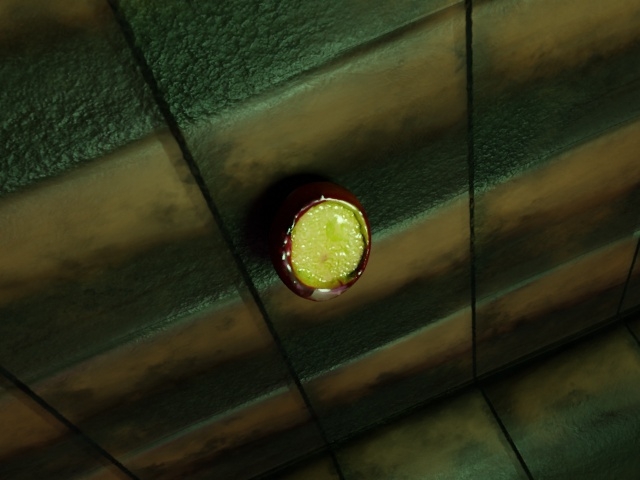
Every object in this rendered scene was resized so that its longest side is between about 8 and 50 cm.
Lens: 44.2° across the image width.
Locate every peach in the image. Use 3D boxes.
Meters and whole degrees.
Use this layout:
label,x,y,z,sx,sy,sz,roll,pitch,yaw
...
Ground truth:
label,x,y,z,sx,sy,sz,roll,pitch,yaw
peach,0.000,0.000,1.397,0.196,0.190,0.226,-52,174,-25
